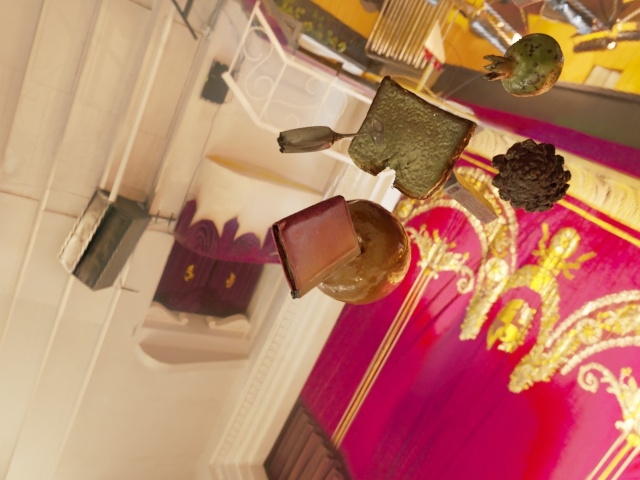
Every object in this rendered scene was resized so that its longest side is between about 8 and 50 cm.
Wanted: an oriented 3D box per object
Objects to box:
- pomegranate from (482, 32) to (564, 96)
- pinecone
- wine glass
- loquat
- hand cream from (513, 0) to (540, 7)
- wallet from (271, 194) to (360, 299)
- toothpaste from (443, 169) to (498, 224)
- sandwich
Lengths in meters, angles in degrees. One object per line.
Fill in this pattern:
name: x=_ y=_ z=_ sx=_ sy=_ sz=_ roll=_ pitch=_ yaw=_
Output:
pomegranate: x=0.739 y=-0.632 z=1.799 sx=0.286 sy=0.230 sz=0.231 roll=-15 pitch=-166 yaw=7
pinecone: x=0.644 y=-0.194 z=1.485 sx=0.201 sy=0.228 sz=0.203 roll=-19 pitch=-176 yaw=-39
wine glass: x=0.020 y=-0.245 z=1.154 sx=0.263 sy=0.074 sz=0.074 roll=-10 pitch=-151 yaw=-18
loquat: x=0.106 y=0.035 z=1.434 sx=0.329 sy=0.328 sz=0.328 roll=23 pitch=-164 yaw=-7
hand cream: x=0.580 y=-0.631 z=1.140 sx=0.133 sy=0.083 sz=0.248 roll=-21 pitch=-167 yaw=-37
wallet: x=0.000 y=0.000 z=0.805 sx=0.025 sy=0.119 sz=0.232 roll=-11 pitch=-170 yaw=30
toothpaste: x=0.554 y=-0.159 z=1.811 sx=0.337 sy=0.067 sz=0.081 roll=28 pitch=-139 yaw=-42
sandwich: x=0.229 y=-0.254 z=1.270 sx=0.273 sy=0.248 sz=0.095 roll=33 pitch=-168 yaw=13
